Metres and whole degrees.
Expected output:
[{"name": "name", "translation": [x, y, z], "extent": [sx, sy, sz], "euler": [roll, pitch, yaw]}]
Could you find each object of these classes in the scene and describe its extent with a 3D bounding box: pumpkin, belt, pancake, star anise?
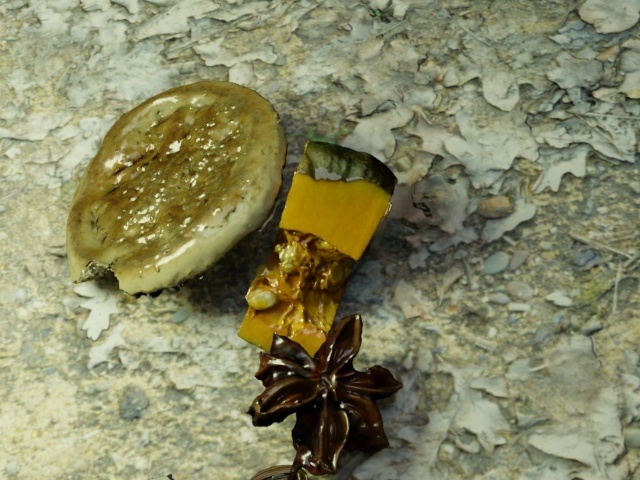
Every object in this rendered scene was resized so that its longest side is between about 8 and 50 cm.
[{"name": "pumpkin", "translation": [0.001, 0.000, 1.605], "extent": [0.139, 0.190, 0.281], "euler": [21, 56, -4]}, {"name": "belt", "translation": [-0.054, 0.315, 1.502], "extent": [0.083, 0.036, 0.059], "euler": [-15, 58, -5]}, {"name": "pancake", "translation": [-0.209, -0.074, 1.679], "extent": [0.382, 0.071, 0.382], "euler": [-19, 45, 20]}, {"name": "star anise", "translation": [-0.005, 0.197, 1.521], "extent": [0.220, 0.126, 0.190], "euler": [-18, 84, -35]}]

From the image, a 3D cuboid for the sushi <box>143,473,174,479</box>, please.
[{"name": "sushi", "translation": [-0.260, 0.425, 1.391], "extent": [0.264, 0.050, 0.290], "euler": [-12, 42, -12]}]
